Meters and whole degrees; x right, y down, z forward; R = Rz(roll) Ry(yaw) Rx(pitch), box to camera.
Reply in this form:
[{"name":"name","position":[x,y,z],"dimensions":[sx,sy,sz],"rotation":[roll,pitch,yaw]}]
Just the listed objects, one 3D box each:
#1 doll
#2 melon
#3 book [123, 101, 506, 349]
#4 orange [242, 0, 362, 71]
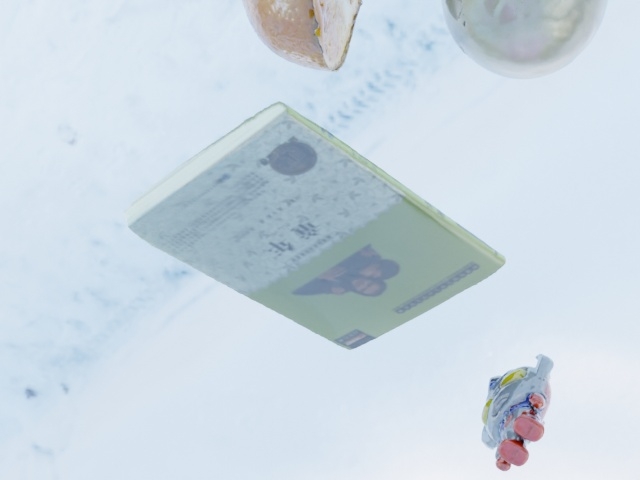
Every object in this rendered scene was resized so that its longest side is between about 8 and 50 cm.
[{"name":"doll","position":[0.190,0.166,1.034],"dimensions":[0.062,0.104,0.194],"rotation":[12,-170,7]},{"name":"melon","position":[0.274,-0.334,1.441],"dimensions":[0.223,0.223,0.317],"rotation":[0,177,14]},{"name":"book","position":[0.000,0.000,1.125],"dimensions":[0.239,0.035,0.352],"rotation":[-31,133,32]},{"name":"orange","position":[-0.003,-0.417,1.623],"dimensions":[0.274,0.310,0.274],"rotation":[38,162,14]}]
